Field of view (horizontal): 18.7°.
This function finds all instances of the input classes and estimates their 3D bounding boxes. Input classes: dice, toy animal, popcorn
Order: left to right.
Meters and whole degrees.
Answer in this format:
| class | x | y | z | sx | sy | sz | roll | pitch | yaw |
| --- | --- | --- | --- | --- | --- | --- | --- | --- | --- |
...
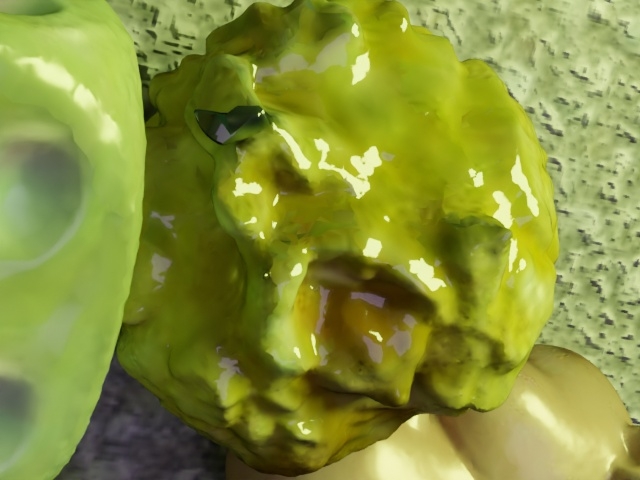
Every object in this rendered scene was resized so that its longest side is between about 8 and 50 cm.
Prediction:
| class | x | y | z | sx | sy | sz | roll | pitch | yaw |
| --- | --- | --- | --- | --- | --- | --- | --- | --- | --- |
| dice | -0.235 | -0.018 | 0.861 | 0.250 | 0.254 | 0.252 | 8 | 109 | -28 |
| popcorn | 0.001 | -0.008 | 0.989 | 0.249 | 0.249 | 0.225 | -24 | 155 | -17 |
| toy animal | 0.070 | 0.133 | 1.130 | 0.250 | 0.166 | 0.154 | -6 | 96 | -13 |
